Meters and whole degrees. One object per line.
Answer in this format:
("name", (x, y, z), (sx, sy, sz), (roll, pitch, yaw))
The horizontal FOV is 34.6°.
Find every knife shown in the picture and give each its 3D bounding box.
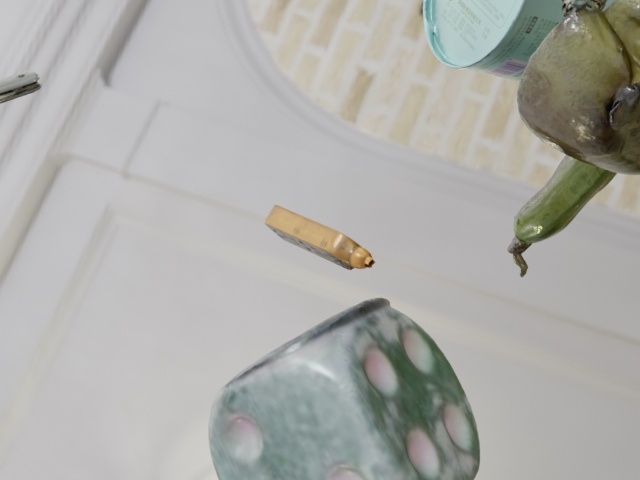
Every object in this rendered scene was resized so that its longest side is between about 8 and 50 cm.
("knife", (-0.583, -0.223, 1.703), (0.266, 0.073, 0.040), (-29, -62, -33))

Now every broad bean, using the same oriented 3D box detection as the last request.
("broad bean", (0.272, -0.090, 1.007), (0.325, 0.067, 0.075), (-52, -2, 22))

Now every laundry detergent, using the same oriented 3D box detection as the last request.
("laundry detergent", (0.370, -0.390, 1.667), (0.287, 0.305, 0.287), (-21, 65, 59))

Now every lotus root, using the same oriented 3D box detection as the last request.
("lotus root", (0.268, -0.118, 0.828), (0.183, 0.204, 0.078), (-53, 34, 30))

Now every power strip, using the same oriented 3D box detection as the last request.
("power strip", (0.000, 0.000, 1.197), (0.028, 0.178, 0.049), (-57, -46, -10))

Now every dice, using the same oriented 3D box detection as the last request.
("dice", (0.037, 0.314, 1.706), (0.330, 0.348, 0.328), (-30, -7, 30))

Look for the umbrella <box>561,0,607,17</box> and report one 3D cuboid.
("umbrella", (0.340, -0.322, 1.298), (0.067, 0.062, 0.143), (-29, 36, 53))
